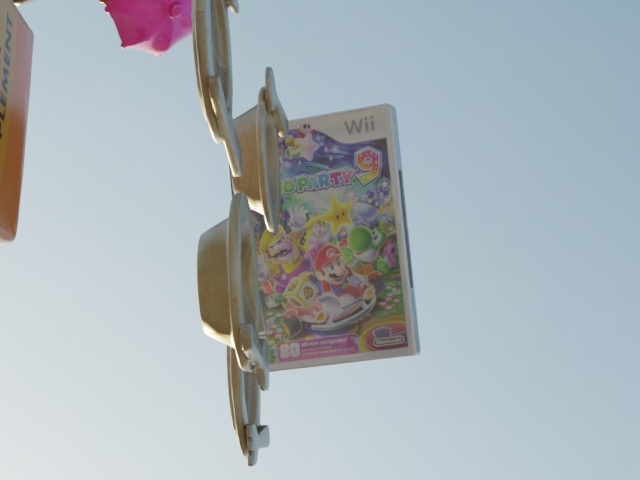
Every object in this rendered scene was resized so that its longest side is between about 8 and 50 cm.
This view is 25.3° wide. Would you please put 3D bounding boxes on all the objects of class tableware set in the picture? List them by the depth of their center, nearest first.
[{"bbox_3d":[-0.025,-0.009,0.489,0.020,0.168,0.141,-3,-20,3],"label":"tableware set"}]

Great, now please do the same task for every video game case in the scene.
[{"bbox_3d":[0.000,0.000,0.690,0.087,0.011,0.122,-8,-100,19],"label":"video game case"}]

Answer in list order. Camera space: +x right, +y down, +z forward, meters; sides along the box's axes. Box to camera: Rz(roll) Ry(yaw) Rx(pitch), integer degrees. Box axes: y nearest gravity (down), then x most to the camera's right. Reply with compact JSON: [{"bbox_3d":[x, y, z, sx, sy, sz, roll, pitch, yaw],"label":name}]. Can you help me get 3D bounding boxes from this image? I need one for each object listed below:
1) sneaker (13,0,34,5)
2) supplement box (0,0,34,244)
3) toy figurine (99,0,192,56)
[{"bbox_3d":[-0.308,-0.332,1.270,0.162,0.106,0.281,-19,-71,24],"label":"sneaker"},{"bbox_3d":[-0.134,-0.059,0.341,0.080,0.078,0.233,2,-12,5],"label":"supplement box"},{"bbox_3d":[-0.154,-0.202,1.065,0.159,0.130,0.173,46,-5,8],"label":"toy figurine"}]
